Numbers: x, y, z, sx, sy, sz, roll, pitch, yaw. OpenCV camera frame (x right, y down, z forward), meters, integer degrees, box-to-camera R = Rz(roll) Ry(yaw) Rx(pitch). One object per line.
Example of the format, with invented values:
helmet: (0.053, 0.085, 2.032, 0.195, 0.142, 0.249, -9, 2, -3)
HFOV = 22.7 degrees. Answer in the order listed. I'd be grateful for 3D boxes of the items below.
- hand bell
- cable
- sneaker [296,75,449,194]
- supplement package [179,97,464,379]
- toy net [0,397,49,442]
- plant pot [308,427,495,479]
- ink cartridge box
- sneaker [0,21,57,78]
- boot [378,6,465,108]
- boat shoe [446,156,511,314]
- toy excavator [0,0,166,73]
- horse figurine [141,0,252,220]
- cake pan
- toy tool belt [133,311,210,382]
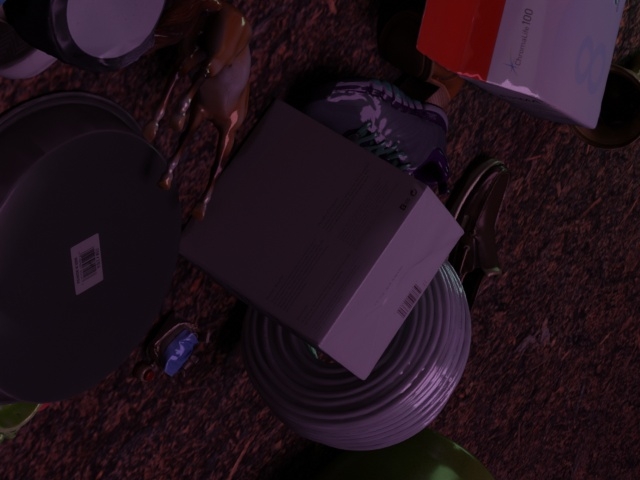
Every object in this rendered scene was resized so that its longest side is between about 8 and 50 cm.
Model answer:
hand bell: (0.444, -0.230, 2.291, 0.242, 0.126, 0.126, -41, 151, -55)
cable: (0.039, 0.100, 1.756, 0.257, 0.257, 0.089, -53, 147, -9)
sneaker: (0.069, -0.110, 1.714, 0.083, 0.098, 0.224, -27, 155, 38)
supplement package: (0.000, 0.000, 1.650, 0.194, 0.203, 0.149, -55, 153, -5)
toy net: (-0.236, 0.100, 1.533, 0.232, 0.045, 0.122, -47, 150, -22)
plant pot: (0.069, 0.440, 2.106, 0.353, 0.366, 0.366, -53, 155, -36)
ink cartridge box: (0.250, -0.313, 1.789, 0.385, 0.091, 0.308, 15, 89, -63)
sneaker: (-0.148, -0.228, 1.280, 0.292, 0.108, 0.169, -57, 149, -5)
boot: (0.139, -0.235, 1.792, 0.152, 0.073, 0.197, -48, 160, -21)
boat shoe: (0.206, 0.019, 2.122, 0.095, 0.095, 0.257, -6, 122, -57)
toy excavator: (-0.232, -0.360, 0.933, 0.445, 0.222, 0.433, 20, 99, -53)
horse figurine: (-0.102, -0.139, 1.394, 0.263, 0.066, 0.174, 80, 28, -64)
cake pan: (-0.227, 0.016, 1.402, 0.293, 0.054, 0.293, -31, 132, -43)
toy tool belt: (-0.156, 0.121, 1.679, 0.083, 0.051, 0.052, -56, 152, -4)
